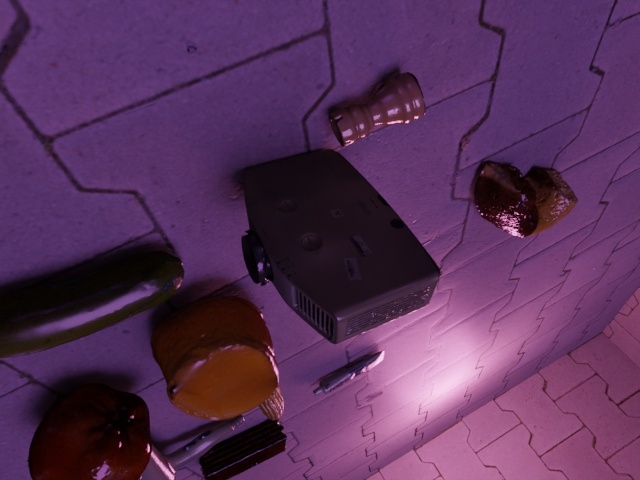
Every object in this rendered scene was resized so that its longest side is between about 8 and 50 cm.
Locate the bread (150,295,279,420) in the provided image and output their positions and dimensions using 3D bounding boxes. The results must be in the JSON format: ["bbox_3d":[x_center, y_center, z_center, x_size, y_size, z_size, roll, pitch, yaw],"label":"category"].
[{"bbox_3d":[-0.175,0.202,0.773,0.195,0.143,0.270,-25,141,-8],"label":"bread"}]

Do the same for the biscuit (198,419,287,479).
[{"bbox_3d":[-0.207,0.584,1.243,0.252,0.070,0.106,-18,142,-22],"label":"biscuit"}]

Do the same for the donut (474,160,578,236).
[{"bbox_3d":[0.429,-0.072,0.959,0.294,0.112,0.151,0,130,-36],"label":"donut"}]

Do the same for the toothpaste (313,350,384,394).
[{"bbox_3d":[0.083,0.371,1.254,0.233,0.038,0.060,-24,145,-18],"label":"toothpaste"}]

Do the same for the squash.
[{"bbox_3d":[-0.338,0.090,0.574,0.331,0.087,0.087,-17,140,-20],"label":"squash"}]

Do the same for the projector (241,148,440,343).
[{"bbox_3d":[0.000,0.000,0.573,0.193,0.270,0.088,-18,141,-21],"label":"projector"}]

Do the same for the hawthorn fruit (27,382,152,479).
[{"bbox_3d":[-0.390,0.346,0.744,0.202,0.185,0.185,-38,144,12],"label":"hawthorn fruit"}]

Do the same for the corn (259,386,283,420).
[{"bbox_3d":[-0.123,0.372,1.058,0.063,0.085,0.165,-39,151,-22],"label":"corn"}]

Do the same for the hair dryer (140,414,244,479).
[{"bbox_3d":[-0.340,0.461,1.002,0.298,0.119,0.296,-42,142,-16],"label":"hair dryer"}]

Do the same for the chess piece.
[{"bbox_3d":[0.075,-0.177,0.613,0.122,0.066,0.066,-24,143,-4],"label":"chess piece"}]
